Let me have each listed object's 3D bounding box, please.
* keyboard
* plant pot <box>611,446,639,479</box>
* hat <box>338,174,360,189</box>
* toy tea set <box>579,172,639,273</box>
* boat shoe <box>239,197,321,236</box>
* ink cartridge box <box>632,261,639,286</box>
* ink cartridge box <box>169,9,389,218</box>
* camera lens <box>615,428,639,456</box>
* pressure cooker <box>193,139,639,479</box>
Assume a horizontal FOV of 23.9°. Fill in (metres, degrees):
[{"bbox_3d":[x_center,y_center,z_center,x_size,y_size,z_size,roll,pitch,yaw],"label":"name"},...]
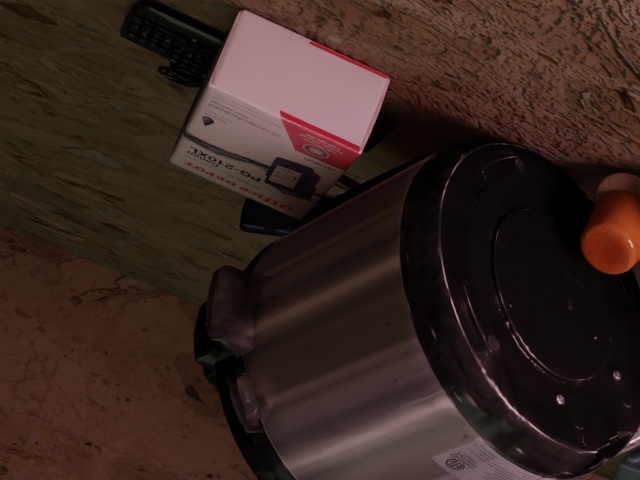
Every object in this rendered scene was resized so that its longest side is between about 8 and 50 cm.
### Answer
[{"bbox_3d":[-0.081,-0.176,1.731,0.317,0.033,0.201,25,169,-9],"label":"keyboard"},{"bbox_3d":[0.525,0.379,2.022,0.247,0.248,0.252,12,126,61],"label":"plant pot"},{"bbox_3d":[0.150,-0.029,1.917,0.183,0.173,0.208,57,-175,25],"label":"hat"},{"bbox_3d":[0.425,0.029,1.497,0.336,0.124,0.200,40,135,5],"label":"toy tea set"},{"bbox_3d":[0.000,0.000,2.184,0.258,0.089,0.109,23,174,32],"label":"boat shoe"},{"bbox_3d":[0.415,0.061,1.696,0.212,0.093,0.154,12,164,38],"label":"ink cartridge box"},{"bbox_3d":[-0.050,-0.127,1.623,0.172,0.100,0.237,24,159,-8],"label":"ink cartridge box"},{"bbox_3d":[0.360,0.197,2.108,0.219,0.219,0.274,23,169,-1],"label":"camera lens"},{"bbox_3d":[0.089,0.123,1.626,0.420,0.375,0.369,-29,91,40],"label":"pressure cooker"}]
